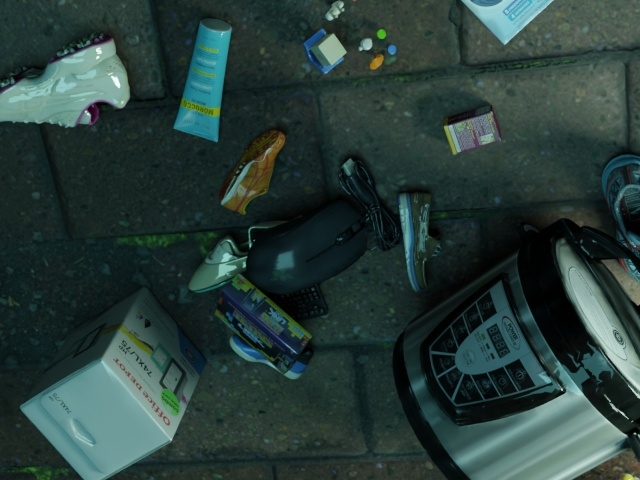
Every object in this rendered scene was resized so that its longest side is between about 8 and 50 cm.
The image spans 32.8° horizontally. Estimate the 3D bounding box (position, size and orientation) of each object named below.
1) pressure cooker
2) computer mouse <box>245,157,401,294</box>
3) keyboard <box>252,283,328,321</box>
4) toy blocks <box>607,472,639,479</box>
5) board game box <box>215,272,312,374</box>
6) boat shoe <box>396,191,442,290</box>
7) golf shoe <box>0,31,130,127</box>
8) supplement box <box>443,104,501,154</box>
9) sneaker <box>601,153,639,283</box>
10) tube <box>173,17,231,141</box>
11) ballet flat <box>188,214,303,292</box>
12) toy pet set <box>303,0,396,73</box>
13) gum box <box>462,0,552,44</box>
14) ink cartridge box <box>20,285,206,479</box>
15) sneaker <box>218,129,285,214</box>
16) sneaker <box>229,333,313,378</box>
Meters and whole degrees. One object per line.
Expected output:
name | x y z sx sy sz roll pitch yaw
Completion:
pressure cooker | 0.373 0.188 1.760 0.420 0.375 0.370 -36 106 25
computer mouse | 0.000 0.000 1.838 0.272 0.072 0.188 -32 112 -4
keyboard | -0.085 0.111 1.983 0.180 0.023 0.108 -14 112 14
toy blocks | 0.549 0.441 1.845 0.288 0.260 0.309 -5 74 -1
board game box | -0.102 0.148 1.897 0.170 0.048 0.141 40 158 7
boat shoe | 0.175 0.003 1.871 0.066 0.066 0.183 -8 116 6
golf shoe | -0.461 -0.235 1.832 0.306 0.115 0.140 -20 114 18
supplement box | 0.249 -0.183 1.785 0.083 0.043 0.055 -15 111 16
sneaker | 0.527 -0.005 1.781 0.104 0.125 0.262 -22 110 18
tube | -0.192 -0.267 1.815 0.080 0.052 0.207 21 123 9
ballet flat | -0.129 0.016 1.915 0.248 0.086 0.086 -19 111 7
toy pet set | 0.038 -0.321 1.758 0.114 0.065 0.122 -42 109 -13
gum box | 0.279 -0.423 1.671 0.184 0.041 0.157 42 114 -12
ink cartridge box | -0.364 0.258 1.955 0.197 0.270 0.198 -31 107 20
sneaker | -0.108 -0.120 1.868 0.067 0.064 0.175 24 123 -25
sneaker | -0.086 0.191 1.999 0.152 0.058 0.085 28 121 -10
